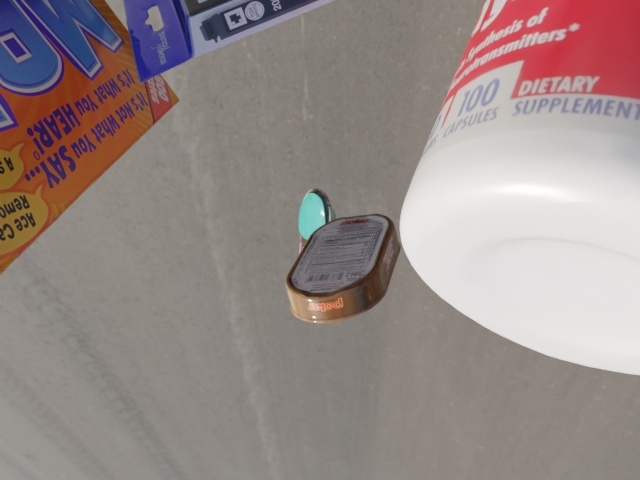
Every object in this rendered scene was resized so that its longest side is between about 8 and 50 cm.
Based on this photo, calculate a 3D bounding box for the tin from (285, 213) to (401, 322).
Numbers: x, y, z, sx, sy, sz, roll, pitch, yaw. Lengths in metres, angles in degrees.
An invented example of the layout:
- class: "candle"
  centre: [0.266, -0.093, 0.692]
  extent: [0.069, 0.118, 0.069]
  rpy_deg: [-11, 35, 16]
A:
- class: "tin"
  centre: [0.027, 0.023, 0.742]
  extent: [0.106, 0.189, 0.040]
  rpy_deg: [-3, 117, 17]

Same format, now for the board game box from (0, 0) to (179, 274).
- class: "board game box"
  centre: [-0.406, -0.117, 0.551]
  extent: [0.356, 0.356, 0.356]
  rpy_deg: [-29, 111, 21]

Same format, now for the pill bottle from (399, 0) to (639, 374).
- class: "pill bottle"
  centre: [0.223, -0.135, 0.459]
  extent: [0.229, 0.407, 0.229]
  rpy_deg: [21, 157, 9]

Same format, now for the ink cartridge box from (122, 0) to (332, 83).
- class: "ink cartridge box"
  centre: [-0.086, -0.243, 0.612]
  extent: [0.208, 0.206, 0.045]
  rpy_deg: [-24, 135, -1]

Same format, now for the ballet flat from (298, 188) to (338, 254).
- class: "ballet flat"
  centre: [0.000, 0.000, 1.271]
  extent: [0.077, 0.079, 0.221]
  rpy_deg: [26, 122, 37]
